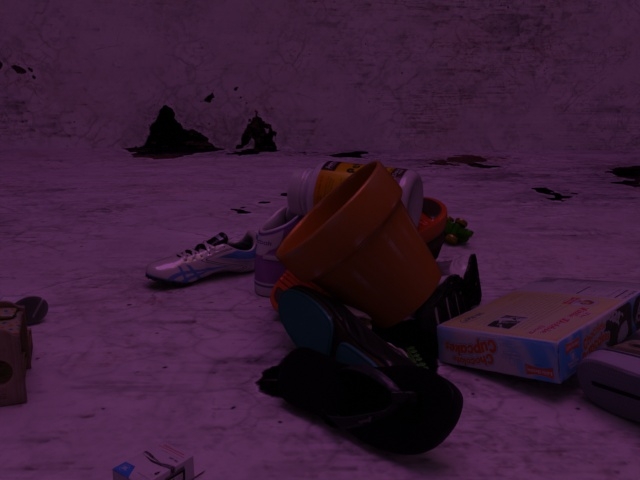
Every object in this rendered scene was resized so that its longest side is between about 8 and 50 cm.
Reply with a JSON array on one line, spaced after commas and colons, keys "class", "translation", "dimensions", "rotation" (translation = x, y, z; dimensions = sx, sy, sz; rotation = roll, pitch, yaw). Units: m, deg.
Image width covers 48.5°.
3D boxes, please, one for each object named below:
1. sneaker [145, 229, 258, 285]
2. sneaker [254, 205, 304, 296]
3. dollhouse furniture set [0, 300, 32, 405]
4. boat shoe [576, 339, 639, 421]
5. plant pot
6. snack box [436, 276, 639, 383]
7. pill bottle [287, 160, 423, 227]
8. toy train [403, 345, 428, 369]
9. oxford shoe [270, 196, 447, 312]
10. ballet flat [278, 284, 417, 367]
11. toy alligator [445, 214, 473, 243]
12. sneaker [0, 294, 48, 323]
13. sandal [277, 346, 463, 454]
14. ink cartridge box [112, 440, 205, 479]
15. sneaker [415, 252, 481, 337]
[{"class": "sneaker", "translation": [-0.222, 0.030, 1.353], "dimensions": [0.237, 0.086, 0.085], "rotation": [-12, 21, -33]}, {"class": "sneaker", "translation": [0.000, 0.000, 1.331], "dimensions": [0.282, 0.161, 0.102], "rotation": [-13, 19, -43]}, {"class": "dollhouse furniture set", "translation": [-0.469, 0.137, 0.928], "dimensions": [0.160, 0.101, 0.182], "rotation": [-5, 16, -19]}, {"class": "boat shoe", "translation": [0.434, 0.173, 0.796], "dimensions": [0.094, 0.109, 0.302], "rotation": [-28, 25, -25]}, {"class": "plant pot", "translation": [0.071, 0.019, 1.047], "dimensions": [0.205, 0.188, 0.205], "rotation": [-42, 10, 9]}, {"class": "snack box", "translation": [0.342, 0.120, 1.051], "dimensions": [0.321, 0.060, 0.187], "rotation": [-15, 12, -43]}, {"class": "pill bottle", "translation": [0.057, -0.071, 1.195], "dimensions": [0.214, 0.117, 0.117], "rotation": [9, 17, 23]}, {"class": "toy train", "translation": [0.130, 0.170, 0.989], "dimensions": [0.023, 0.017, 0.083], "rotation": [-12, 17, -6]}, {"class": "oxford shoe", "translation": [0.081, 0.058, 1.230], "dimensions": [0.363, 0.133, 0.130], "rotation": [-27, 40, -22]}, {"class": "ballet flat", "translation": [0.043, 0.145, 0.961], "dimensions": [0.096, 0.095, 0.280], "rotation": [2, 23, -33]}, {"class": "toy alligator", "translation": [0.283, -0.024, 1.638], "dimensions": [0.189, 0.056, 0.051], "rotation": [17, -20, 48]}, {"class": "sneaker", "translation": [-0.513, 0.114, 1.118], "dimensions": [0.152, 0.054, 0.061], "rotation": [-3, 6, -35]}, {"class": "sandal", "translation": [0.040, 0.179, 0.808], "dimensions": [0.254, 0.097, 0.054], "rotation": [2, -20, 40]}, {"class": "ink cartridge box", "translation": [-0.163, 0.234, 0.726], "dimensions": [0.048, 0.028, 0.083], "rotation": [12, 19, 35]}, {"class": "sneaker", "translation": [0.190, 0.094, 1.149], "dimensions": [0.107, 0.100, 0.271], "rotation": [-9, 8, 22]}]
